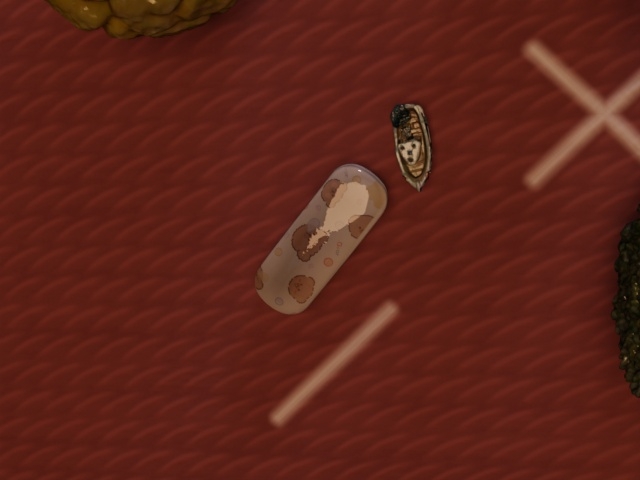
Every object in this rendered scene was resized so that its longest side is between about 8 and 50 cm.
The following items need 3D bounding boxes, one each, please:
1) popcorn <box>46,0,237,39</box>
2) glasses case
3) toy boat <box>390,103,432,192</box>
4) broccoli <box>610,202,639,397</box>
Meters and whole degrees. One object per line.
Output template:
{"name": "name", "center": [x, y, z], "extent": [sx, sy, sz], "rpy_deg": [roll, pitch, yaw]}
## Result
{"name": "popcorn", "center": [-0.131, -0.290, 0.873], "extent": [0.206, 0.237, 0.251], "rpy_deg": [61, 146, 4]}
{"name": "glasses case", "center": [0.000, 0.000, 1.011], "extent": [0.063, 0.041, 0.164], "rpy_deg": [39, 106, 0]}
{"name": "toy boat", "center": [0.085, -0.086, 0.979], "extent": [0.038, 0.038, 0.083], "rpy_deg": [-9, 100, 13]}
{"name": "broccoli", "center": [0.376, 0.061, 0.876], "extent": [0.243, 0.247, 0.263], "rpy_deg": [9, 64, -23]}
